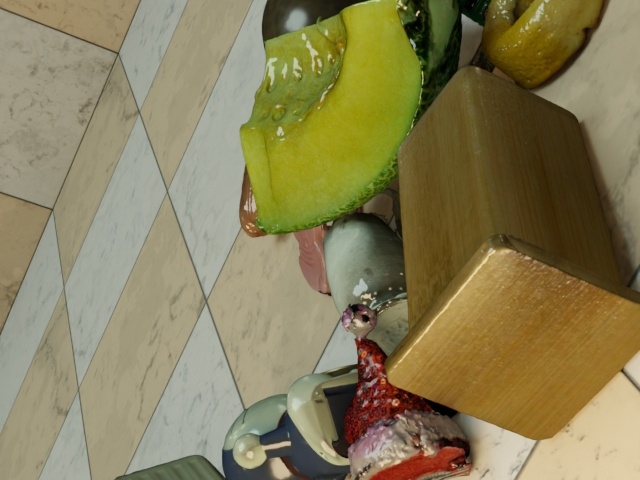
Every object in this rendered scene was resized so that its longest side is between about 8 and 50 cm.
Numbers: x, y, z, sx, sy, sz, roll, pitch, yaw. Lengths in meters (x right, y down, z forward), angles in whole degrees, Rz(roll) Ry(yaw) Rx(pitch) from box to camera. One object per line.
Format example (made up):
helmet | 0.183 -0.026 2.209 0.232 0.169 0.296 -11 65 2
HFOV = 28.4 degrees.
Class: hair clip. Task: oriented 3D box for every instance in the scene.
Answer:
hair clip | -0.011 -0.002 1.719 0.123 0.102 0.138 -4 69 70

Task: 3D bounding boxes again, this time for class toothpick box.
toothpick box | 0.175 -0.004 1.212 0.190 0.187 0.308 -55 24 36

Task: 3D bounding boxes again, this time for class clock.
clock | -0.019 0.235 1.472 0.243 0.199 0.147 -42 65 50

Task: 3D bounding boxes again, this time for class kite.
kite | 0.193 -0.208 1.545 0.122 0.004 0.090 -21 54 61

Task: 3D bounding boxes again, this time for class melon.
melon | 0.048 -0.184 1.513 0.343 0.226 0.331 -3 50 52

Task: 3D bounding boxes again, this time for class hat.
hat | 0.061 0.170 1.322 0.140 0.129 0.227 -31 59 16

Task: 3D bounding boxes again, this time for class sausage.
sausage | -0.074 -0.141 1.993 0.086 0.086 0.289 -35 41 55

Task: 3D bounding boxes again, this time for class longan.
longan | 0.006 -0.303 1.818 0.198 0.198 0.212 -56 31 32

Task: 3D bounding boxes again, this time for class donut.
donut | 0.241 -0.260 1.397 0.178 0.065 0.162 -56 26 34

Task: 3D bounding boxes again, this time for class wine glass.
wine glass | 0.067 0.054 1.484 0.111 0.111 0.204 -61 28 22

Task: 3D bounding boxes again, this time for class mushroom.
mushroom | 0.126 -0.023 1.514 0.068 0.043 0.306 -55 20 -9

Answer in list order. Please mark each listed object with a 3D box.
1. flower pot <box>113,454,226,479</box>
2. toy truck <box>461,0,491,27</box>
flower pot | -0.164 0.405 1.597 0.209 0.239 0.189 -44 19 -10
toy truck | 0.206 -0.335 1.520 0.147 0.079 0.065 -61 25 28
